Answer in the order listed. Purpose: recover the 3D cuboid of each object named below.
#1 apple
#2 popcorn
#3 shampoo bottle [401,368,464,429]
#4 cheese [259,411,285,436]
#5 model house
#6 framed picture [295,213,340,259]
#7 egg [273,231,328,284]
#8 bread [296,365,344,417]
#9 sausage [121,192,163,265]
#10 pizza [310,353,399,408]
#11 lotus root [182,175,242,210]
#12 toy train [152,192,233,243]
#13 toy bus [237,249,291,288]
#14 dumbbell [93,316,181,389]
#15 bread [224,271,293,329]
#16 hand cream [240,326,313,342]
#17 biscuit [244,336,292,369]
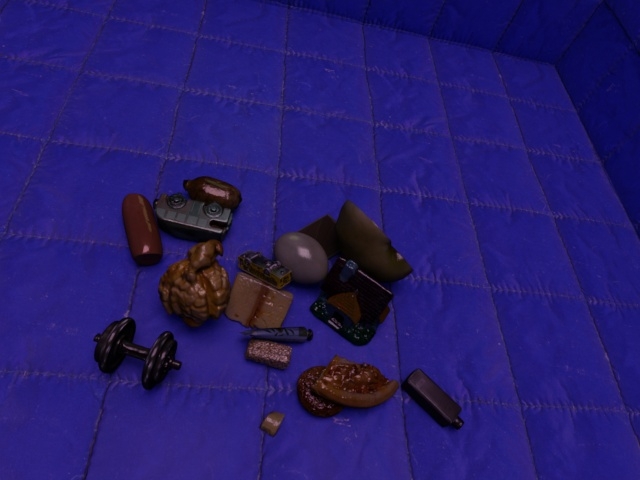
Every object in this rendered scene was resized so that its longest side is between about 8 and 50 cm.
[{"bbox_3d":[0.214,-0.003,1.872,0.312,0.320,0.360,-2,22,-19],"label":"apple"},{"bbox_3d":[-0.425,0.152,1.585,0.225,0.332,0.265,1,34,-45],"label":"popcorn"},{"bbox_3d":[0.416,0.586,1.668,0.246,0.079,0.080,43,57,15],"label":"shampoo bottle"},{"bbox_3d":[-0.157,0.601,1.521,0.060,0.041,0.084,30,55,8],"label":"cheese"},{"bbox_3d":[0.140,0.215,1.744,0.280,0.249,0.230,34,55,9],"label":"model house"},{"bbox_3d":[0.000,0.000,1.995,0.260,0.023,0.189,-32,70,-31],"label":"framed picture"},{"bbox_3d":[-0.077,0.072,1.821,0.253,0.186,0.186,37,55,16],"label":"egg"},{"bbox_3d":[0.007,0.529,1.606,0.193,0.064,0.193,10,50,-12],"label":"bread"},{"bbox_3d":[-0.696,-0.049,1.774,0.121,0.121,0.304,-12,60,-23],"label":"sausage"},{"bbox_3d":[0.124,0.497,1.605,0.365,0.074,0.182,16,52,-24],"label":"pizza"},{"bbox_3d":[-0.463,-0.201,1.941,0.260,0.128,0.145,20,35,-7],"label":"lotus root"},{"bbox_3d":[-0.522,-0.088,1.849,0.326,0.129,0.159,14,59,-7],"label":"toy train"},{"bbox_3d":[-0.217,0.106,1.776,0.226,0.074,0.081,22,38,29],"label":"toy bus"},{"bbox_3d":[-0.589,0.362,1.475,0.290,0.192,0.192,19,53,-1],"label":"dumbbell"},{"bbox_3d":[-0.242,0.244,1.756,0.240,0.135,0.178,23,87,0],"label":"bread"},{"bbox_3d":[-0.154,0.341,1.661,0.271,0.091,0.058,7,85,-27],"label":"hand cream"},{"bbox_3d":[-0.185,0.404,1.634,0.168,0.070,0.082,15,44,-3],"label":"biscuit"}]
